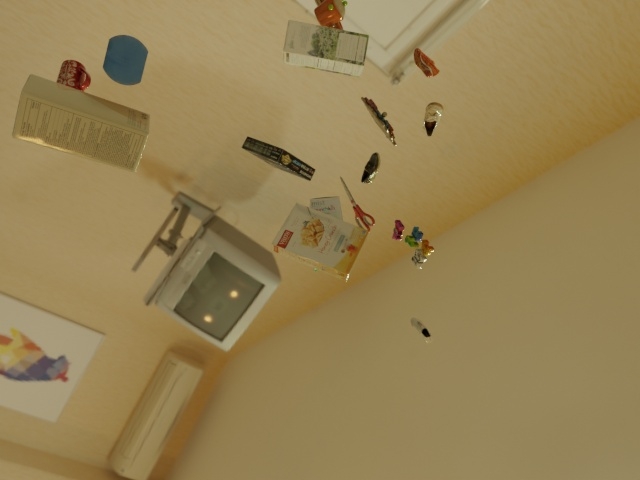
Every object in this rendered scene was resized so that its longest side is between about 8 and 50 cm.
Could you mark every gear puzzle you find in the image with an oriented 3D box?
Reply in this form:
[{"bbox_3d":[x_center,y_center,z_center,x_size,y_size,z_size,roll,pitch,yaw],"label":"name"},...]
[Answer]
[{"bbox_3d":[0.271,-0.477,2.035,0.044,0.339,0.175,-37,-110,10],"label":"gear puzzle"}]

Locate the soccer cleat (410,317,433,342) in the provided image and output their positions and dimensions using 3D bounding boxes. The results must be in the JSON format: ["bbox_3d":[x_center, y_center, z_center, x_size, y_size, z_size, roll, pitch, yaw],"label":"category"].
[{"bbox_3d":[0.265,0.230,1.284,0.029,0.035,0.083,-30,-127,-7],"label":"soccer cleat"}]

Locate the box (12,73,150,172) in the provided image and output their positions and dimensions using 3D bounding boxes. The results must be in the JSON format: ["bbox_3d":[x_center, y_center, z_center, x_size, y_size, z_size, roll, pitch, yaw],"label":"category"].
[{"bbox_3d":[-0.640,-0.312,1.334,0.148,0.311,0.121,-56,-147,29],"label":"box"}]

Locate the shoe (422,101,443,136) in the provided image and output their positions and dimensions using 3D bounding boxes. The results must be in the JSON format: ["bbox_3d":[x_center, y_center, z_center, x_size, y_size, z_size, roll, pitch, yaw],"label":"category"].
[{"bbox_3d":[0.485,-0.522,2.121,0.219,0.077,0.058,72,26,-73],"label":"shoe"}]

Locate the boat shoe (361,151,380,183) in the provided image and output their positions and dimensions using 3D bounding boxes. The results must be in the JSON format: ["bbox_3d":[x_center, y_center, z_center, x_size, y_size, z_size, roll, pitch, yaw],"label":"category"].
[{"bbox_3d":[0.209,-0.299,2.054,0.056,0.049,0.152,54,-36,40],"label":"boat shoe"}]

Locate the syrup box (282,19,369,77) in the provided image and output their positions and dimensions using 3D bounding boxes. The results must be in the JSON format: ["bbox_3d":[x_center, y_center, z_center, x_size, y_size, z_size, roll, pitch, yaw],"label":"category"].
[{"bbox_3d":[0.013,-0.553,1.421,0.096,0.237,0.093,146,-46,-87],"label":"syrup box"}]

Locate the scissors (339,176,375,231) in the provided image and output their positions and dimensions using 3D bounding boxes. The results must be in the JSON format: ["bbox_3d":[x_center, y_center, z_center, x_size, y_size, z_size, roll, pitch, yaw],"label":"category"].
[{"bbox_3d":[0.159,-0.169,2.385,0.021,0.297,0.109,-35,175,-36],"label":"scissors"}]

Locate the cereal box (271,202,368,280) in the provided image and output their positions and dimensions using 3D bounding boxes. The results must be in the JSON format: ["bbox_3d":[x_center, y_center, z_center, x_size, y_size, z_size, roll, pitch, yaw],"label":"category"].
[{"bbox_3d":[0.000,0.000,1.436,0.047,0.240,0.173,98,16,-55],"label":"cereal box"}]

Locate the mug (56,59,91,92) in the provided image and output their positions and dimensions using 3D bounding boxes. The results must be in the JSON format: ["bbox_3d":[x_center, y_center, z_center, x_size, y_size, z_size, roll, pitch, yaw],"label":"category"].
[{"bbox_3d":[-0.972,-0.624,1.949,0.113,0.150,0.169,95,-11,-61],"label":"mug"}]

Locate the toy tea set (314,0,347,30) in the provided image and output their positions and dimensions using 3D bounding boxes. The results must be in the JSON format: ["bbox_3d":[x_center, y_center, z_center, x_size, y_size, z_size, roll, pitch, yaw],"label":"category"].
[{"bbox_3d":[0.064,-0.909,1.943,0.124,0.200,0.336,-22,-133,19],"label":"toy tea set"}]

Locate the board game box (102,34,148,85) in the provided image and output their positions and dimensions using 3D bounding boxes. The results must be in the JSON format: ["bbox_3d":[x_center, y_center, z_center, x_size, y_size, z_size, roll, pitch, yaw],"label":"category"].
[{"bbox_3d":[-0.691,-0.640,1.744,0.033,0.133,0.168,-120,-132,-70],"label":"board game box"}]

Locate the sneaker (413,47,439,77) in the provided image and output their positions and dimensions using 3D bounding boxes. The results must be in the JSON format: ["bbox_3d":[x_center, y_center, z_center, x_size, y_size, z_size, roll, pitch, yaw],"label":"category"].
[{"bbox_3d":[0.502,-0.846,2.339,0.175,0.068,0.064,62,-24,15],"label":"sneaker"}]

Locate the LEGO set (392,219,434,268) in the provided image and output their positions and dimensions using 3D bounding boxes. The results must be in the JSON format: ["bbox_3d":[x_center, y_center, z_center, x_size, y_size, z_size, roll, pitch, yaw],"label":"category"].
[{"bbox_3d":[0.333,0.030,1.739,0.227,0.087,0.093,-114,-148,-49],"label":"LEGO set"}]

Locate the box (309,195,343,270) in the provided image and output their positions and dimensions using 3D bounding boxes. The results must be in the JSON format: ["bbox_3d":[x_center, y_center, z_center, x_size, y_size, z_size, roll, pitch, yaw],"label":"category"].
[{"bbox_3d":[0.025,-0.023,2.000,0.262,0.127,0.231,102,-19,-71],"label":"box"}]

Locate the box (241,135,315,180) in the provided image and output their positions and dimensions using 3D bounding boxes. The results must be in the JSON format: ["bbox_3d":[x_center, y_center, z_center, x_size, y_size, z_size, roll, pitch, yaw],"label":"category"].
[{"bbox_3d":[-0.148,-0.290,1.738,0.220,0.175,0.051,27,-89,42],"label":"box"}]
